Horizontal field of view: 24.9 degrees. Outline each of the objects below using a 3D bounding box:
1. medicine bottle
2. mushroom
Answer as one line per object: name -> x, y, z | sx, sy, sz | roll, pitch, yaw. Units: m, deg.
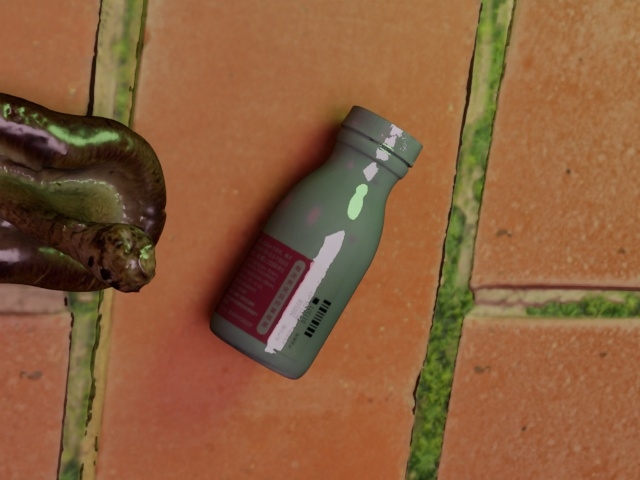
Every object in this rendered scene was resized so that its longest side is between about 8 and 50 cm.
medicine bottle -> 0.000, 0.000, 1.169 | 0.090, 0.090, 0.216 | 32, 88, -30
mushroom -> -0.187, -0.017, 0.999 | 0.227, 0.217, 0.148 | 2, 104, -26
